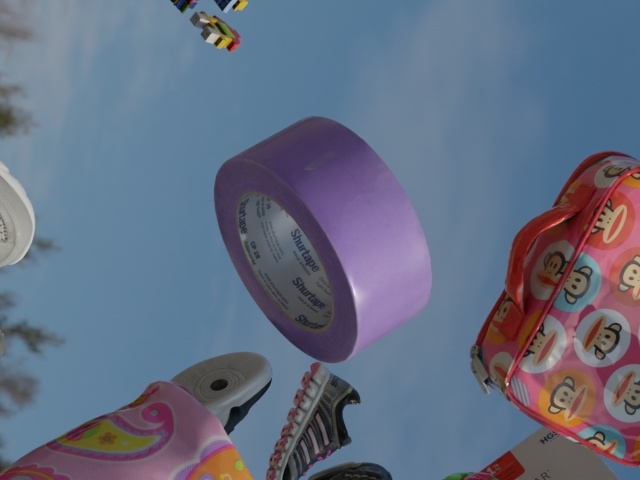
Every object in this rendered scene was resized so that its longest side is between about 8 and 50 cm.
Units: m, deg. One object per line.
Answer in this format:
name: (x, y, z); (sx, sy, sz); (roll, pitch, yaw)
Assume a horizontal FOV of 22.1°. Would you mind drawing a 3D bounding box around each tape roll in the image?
tape roll: (0.000, 0.000, 1.329); (0.189, 0.080, 0.189); (42, -30, 31)

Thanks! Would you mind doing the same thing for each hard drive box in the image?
hard drive box: (0.320, 0.371, 2.149); (0.181, 0.089, 0.232); (-36, -136, -3)

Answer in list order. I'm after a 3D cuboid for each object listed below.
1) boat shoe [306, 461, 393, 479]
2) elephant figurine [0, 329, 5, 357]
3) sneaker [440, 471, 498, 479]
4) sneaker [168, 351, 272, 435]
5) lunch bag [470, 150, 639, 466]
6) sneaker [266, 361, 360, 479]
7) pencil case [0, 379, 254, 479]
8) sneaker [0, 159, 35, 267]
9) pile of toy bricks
boat shoe: (-0.052, 0.318, 1.603); (0.302, 0.114, 0.091); (-27, -170, 12)
elephant figurine: (-0.469, 0.056, 1.850); (0.186, 0.169, 0.239); (-12, -80, 33)
sneaker: (0.107, 0.378, 1.391); (0.483, 0.185, 0.202); (-36, 137, -60)
sneaker: (-0.131, 0.209, 1.635); (0.079, 0.217, 0.121); (31, -35, 48)
lunch bag: (0.296, 0.064, 1.685); (0.293, 0.258, 0.120); (-60, -157, 3)
sneaker: (-0.006, 0.222, 1.783); (0.063, 0.075, 0.170); (145, -32, -77)
pencil case: (-0.159, 0.189, 0.836); (0.124, 0.284, 0.124); (41, -28, 28)
sneaker: (-0.341, -0.044, 1.219); (0.105, 0.281, 0.115); (-45, -149, 25)
pile of toy bricks: (-0.152, -0.370, 2.328); (0.118, 0.105, 0.212); (-47, -119, 21)
